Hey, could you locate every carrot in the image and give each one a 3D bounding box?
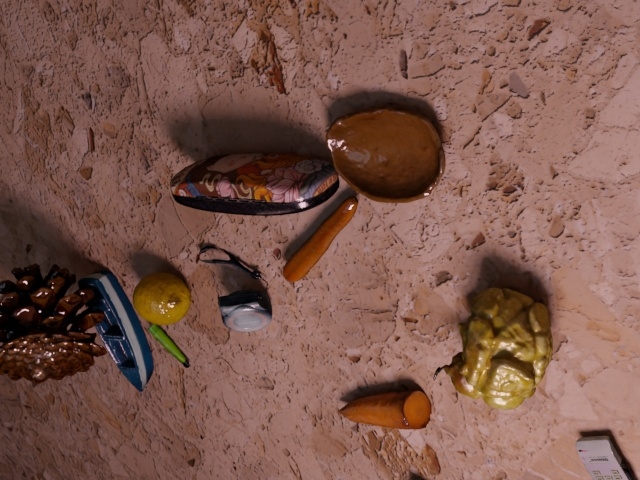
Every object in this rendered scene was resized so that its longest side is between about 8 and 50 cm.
[{"bbox_3d":[0.106,0.316,1.678,0.205,0.072,0.072,-15,109,45],"label":"carrot"},{"bbox_3d":[0.000,0.000,1.557,0.043,0.043,0.248,45,135,4],"label":"carrot"}]

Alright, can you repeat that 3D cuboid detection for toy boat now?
[{"bbox_3d":[-0.444,0.203,2.033,0.096,0.062,0.299,-3,116,39],"label":"toy boat"}]

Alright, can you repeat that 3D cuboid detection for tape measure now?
[{"bbox_3d":[-0.158,0.087,1.749,0.107,0.104,0.179,80,167,-57],"label":"tape measure"}]

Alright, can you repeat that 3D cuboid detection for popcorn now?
[{"bbox_3d":[0.268,0.166,1.392,0.195,0.174,0.168,94,163,-66],"label":"popcorn"}]

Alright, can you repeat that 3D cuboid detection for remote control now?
[{"bbox_3d":[0.474,0.382,1.462,0.065,0.029,0.166,-18,112,43],"label":"remote control"}]

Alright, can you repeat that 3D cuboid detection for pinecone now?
[{"bbox_3d":[-0.578,0.165,1.901,0.264,0.264,0.264,20,130,26],"label":"pinecone"}]

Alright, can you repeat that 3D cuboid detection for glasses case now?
[{"bbox_3d":[-0.115,-0.095,1.522,0.321,0.122,0.082,5,123,36],"label":"glasses case"}]

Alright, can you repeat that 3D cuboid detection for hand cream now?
[{"bbox_3d":[-0.329,0.232,1.990,0.122,0.023,0.036,48,157,-1],"label":"hand cream"}]

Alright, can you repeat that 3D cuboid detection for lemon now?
[{"bbox_3d":[-0.322,0.117,1.843,0.133,0.109,0.109,8,124,41],"label":"lemon"}]

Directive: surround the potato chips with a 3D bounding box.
[{"bbox_3d":[0.104,-0.132,1.377,0.202,0.049,0.150,-2,113,41],"label":"potato chips"}]
